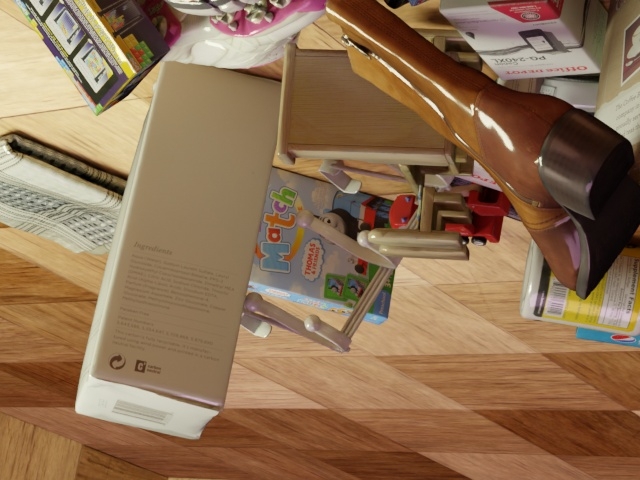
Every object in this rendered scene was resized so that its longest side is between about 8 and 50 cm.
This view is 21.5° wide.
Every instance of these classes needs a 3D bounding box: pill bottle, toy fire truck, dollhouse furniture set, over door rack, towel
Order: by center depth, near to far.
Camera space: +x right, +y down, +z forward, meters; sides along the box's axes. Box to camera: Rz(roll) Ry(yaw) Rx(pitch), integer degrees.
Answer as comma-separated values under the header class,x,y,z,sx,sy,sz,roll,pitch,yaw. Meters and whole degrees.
class,x,y,z,sx,sy,sz,roll,pitch,yaw
dollhouse furniture set,0.063,-0.105,1.648,0.161,0.212,0.242,3,170,11
over door rack,0.000,0.000,1.930,0.108,0.239,0.324,37,169,-18
toy fire truck,0.160,-0.039,2.068,0.192,0.047,0.135,2,159,30
pill bottle,0.370,0.060,2.188,0.208,0.119,0.119,10,162,2
towel,-0.373,-0.048,2.370,0.324,0.056,0.312,22,158,-33

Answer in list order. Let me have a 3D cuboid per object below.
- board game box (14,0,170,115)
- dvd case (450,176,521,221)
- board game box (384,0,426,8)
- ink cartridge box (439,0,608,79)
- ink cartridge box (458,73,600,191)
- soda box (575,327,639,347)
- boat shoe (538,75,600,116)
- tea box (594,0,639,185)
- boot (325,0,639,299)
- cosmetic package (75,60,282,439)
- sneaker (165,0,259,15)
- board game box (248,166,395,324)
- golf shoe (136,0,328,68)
class,x,y,z,sx,sy,sz,roll,pitch,yaw
board game box,-0.231,-0.221,1.643,0.170,0.048,0.141,55,152,-3
dvd case,0.249,-0.071,2.025,0.164,0.018,0.221,18,161,-19
board game box,0.148,-0.251,1.356,0.194,0.060,0.194,-24,177,-7
ink cartridge box,0.193,-0.209,1.571,0.109,0.063,0.150,-1,158,31
ink cartridge box,0.242,-0.114,1.793,0.148,0.086,0.203,17,161,-18
soda box,0.468,0.113,2.373,0.210,0.067,0.071,7,161,8
boat shoe,0.359,-0.108,1.661,0.302,0.094,0.109,4,-167,-3
tea box,0.446,-0.129,1.424,0.323,0.220,0.329,17,161,-16
boot,0.132,-0.078,1.436,0.280,0.096,0.264,32,173,24
cosmetic package,-0.158,0.011,1.911,0.156,0.385,0.217,15,163,-8
sneaker,-0.064,-0.302,1.382,0.321,0.124,0.180,-21,141,39
board game box,-0.004,0.005,2.159,0.211,0.160,0.039,15,160,-15
golf shoe,-0.059,-0.227,1.614,0.140,0.115,0.306,13,171,-36
